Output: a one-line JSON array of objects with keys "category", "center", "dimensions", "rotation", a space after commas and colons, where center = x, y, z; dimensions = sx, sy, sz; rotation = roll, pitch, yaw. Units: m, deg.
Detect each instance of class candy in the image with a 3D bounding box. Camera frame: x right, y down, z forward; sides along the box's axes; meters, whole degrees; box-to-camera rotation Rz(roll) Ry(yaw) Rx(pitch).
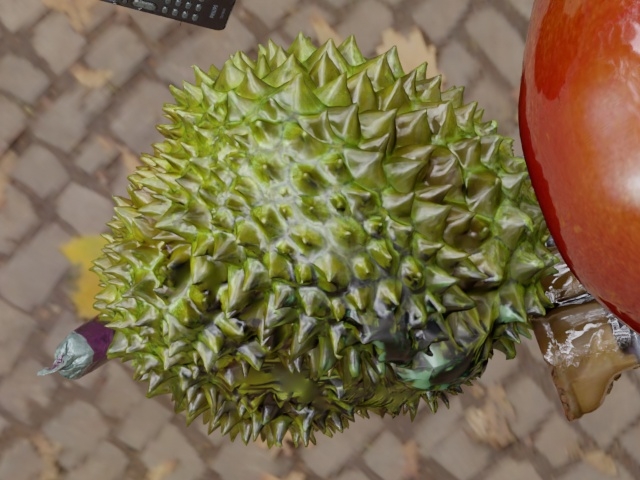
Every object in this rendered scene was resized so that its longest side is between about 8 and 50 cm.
[{"category": "candy", "center": [-0.189, 0.085, 1.707], "dimensions": [0.043, 0.175, 0.045], "rotation": [49, 128, 4]}]

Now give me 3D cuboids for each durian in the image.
[{"category": "durian", "center": [0.000, -0.004, 1.195], "dimensions": [0.291, 0.291, 0.225], "rotation": [-5, 62, 9]}]

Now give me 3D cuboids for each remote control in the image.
[{"category": "remote control", "center": [-0.087, -0.124, 0.948], "dimensions": [0.091, 0.034, 0.016], "rotation": [13, 60, -10]}]

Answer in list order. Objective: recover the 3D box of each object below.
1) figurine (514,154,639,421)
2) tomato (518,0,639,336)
[{"category": "figurine", "center": [0.324, 0.014, 1.247], "dimensions": [0.382, 0.186, 0.261], "rotation": [-20, 57, 7]}, {"category": "tomato", "center": [0.215, -0.061, 0.801], "dimensions": [0.298, 0.226, 0.298], "rotation": [6, 67, -13]}]
